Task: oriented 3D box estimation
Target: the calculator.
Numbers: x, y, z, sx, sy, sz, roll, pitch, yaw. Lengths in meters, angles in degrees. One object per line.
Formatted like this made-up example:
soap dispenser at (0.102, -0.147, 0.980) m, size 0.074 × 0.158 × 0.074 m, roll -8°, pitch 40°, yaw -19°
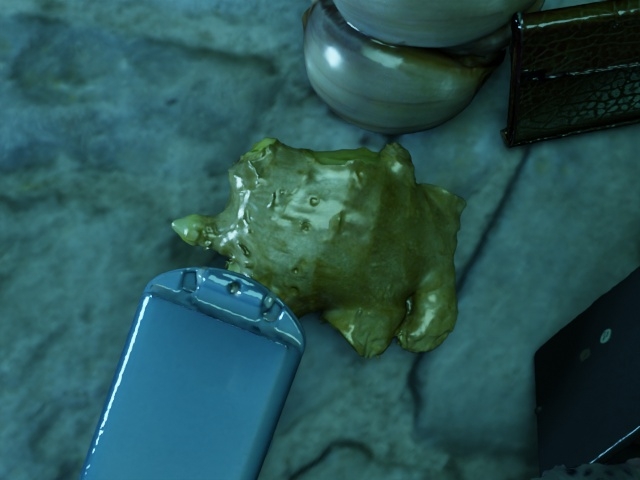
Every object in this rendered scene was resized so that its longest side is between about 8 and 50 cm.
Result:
calculator at (-0.090, 0.121, 0.960) m, size 0.121 × 0.039 × 0.210 m, roll 20°, pitch 99°, yaw 5°

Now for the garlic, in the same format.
garlic at (0.073, -0.197, 1.023) m, size 0.191 × 0.160 × 0.214 m, roll 8°, pitch 72°, yaw 8°

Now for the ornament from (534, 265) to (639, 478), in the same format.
ornament at (0.272, 0.129, 0.978) m, size 0.196 × 0.153 × 0.166 m, roll 34°, pitch 34°, yaw -19°

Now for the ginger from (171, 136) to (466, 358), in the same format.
ginger at (0.000, 0.000, 0.999) m, size 0.216 × 0.102 × 0.157 m, roll 7°, pitch 102°, yaw -8°

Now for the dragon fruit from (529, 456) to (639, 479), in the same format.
dragon fruit at (0.196, 0.285, 0.894) m, size 0.282 × 0.221 × 0.204 m, roll 0°, pitch 46°, yaw -12°

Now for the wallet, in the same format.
wallet at (0.259, -0.135, 1.041) m, size 0.243 × 0.133 × 0.039 m, roll -11°, pitch 52°, yaw -8°
